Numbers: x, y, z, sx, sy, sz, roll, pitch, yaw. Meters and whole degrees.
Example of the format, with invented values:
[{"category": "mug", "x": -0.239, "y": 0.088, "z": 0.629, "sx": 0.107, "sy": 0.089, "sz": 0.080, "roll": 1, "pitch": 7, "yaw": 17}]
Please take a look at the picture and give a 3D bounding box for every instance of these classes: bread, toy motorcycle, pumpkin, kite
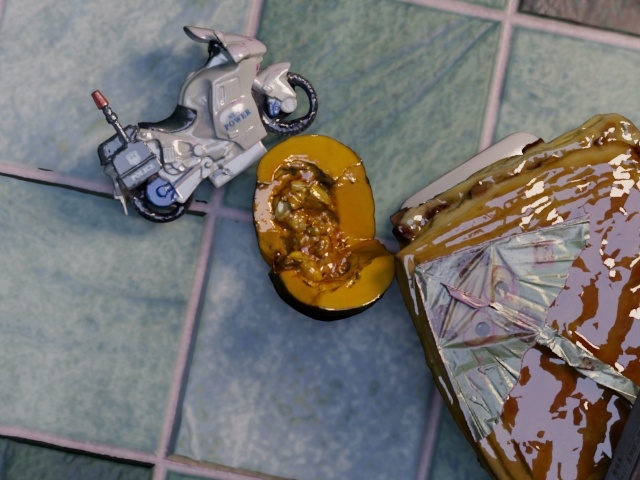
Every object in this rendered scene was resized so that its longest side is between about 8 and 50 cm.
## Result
[{"category": "bread", "x": 0.226, "y": 0.076, "z": 1.825, "sx": 0.277, "sy": 0.167, "sz": 0.324, "roll": -25, "pitch": 85, "yaw": -6}, {"category": "toy motorcycle", "x": -0.121, "y": -0.121, "z": 1.865, "sx": 0.221, "sy": 0.102, "sz": 0.150, "roll": -36, "pitch": 99, "yaw": -6}, {"category": "pumpkin", "x": 0.000, "y": 0.000, "z": 1.852, "sx": 0.119, "sy": 0.107, "sz": 0.183, "roll": -12, "pitch": 68, "yaw": -8}, {"category": "kite", "x": 0.195, "y": 0.081, "z": 1.735, "sx": 0.250, "sy": 0.012, "sz": 0.229, "roll": 30, "pitch": 85, "yaw": -1}]

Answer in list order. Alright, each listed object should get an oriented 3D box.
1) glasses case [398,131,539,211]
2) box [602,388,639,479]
[{"category": "glasses case", "x": 0.151, "y": -0.047, "z": 1.897, "sx": 0.164, "sy": 0.041, "sz": 0.063, "roll": -33, "pitch": 87, "yaw": -5}, {"category": "box", "x": 0.329, "y": 0.243, "z": 1.757, "sx": 0.180, "sy": 0.047, "sz": 0.325, "roll": 2, "pitch": 120, "yaw": -27}]
